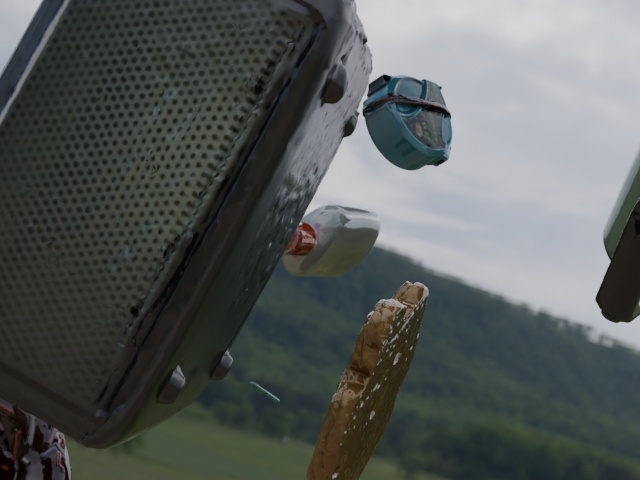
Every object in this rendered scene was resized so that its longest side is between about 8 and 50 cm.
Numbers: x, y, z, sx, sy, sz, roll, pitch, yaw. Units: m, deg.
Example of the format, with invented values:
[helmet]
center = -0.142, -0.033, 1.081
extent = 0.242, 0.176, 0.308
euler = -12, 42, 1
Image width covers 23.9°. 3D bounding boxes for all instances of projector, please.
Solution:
[projector]
center = -0.133, -0.055, 1.295
extent = 0.242, 0.405, 0.395
euler = 29, 1, 6

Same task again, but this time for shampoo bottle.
[shampoo bottle]
center = 0.000, 0.000, 1.863
extent = 0.051, 0.108, 0.221
euler = 46, 16, 18

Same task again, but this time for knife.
[knife]
center = -0.081, 0.217, 2.165
extent = 0.014, 0.005, 0.091
euler = -1, -23, 23

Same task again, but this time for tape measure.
[tape measure]
center = 0.123, -0.160, 2.057
extent = 0.146, 0.125, 0.081
euler = 9, -29, -43

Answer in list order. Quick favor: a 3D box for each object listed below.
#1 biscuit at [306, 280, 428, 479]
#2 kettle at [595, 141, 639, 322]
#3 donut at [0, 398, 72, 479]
[biscuit]
center = 0.051, 0.195, 1.895
extent = 0.051, 0.269, 0.376
euler = 24, -37, 12
[kettle]
center = 0.518, -0.081, 2.016
extent = 0.250, 0.361, 0.376
euler = 34, -48, 18
[donut]
center = -0.360, 0.247, 1.612
extent = 0.216, 0.230, 0.096
euler = -19, -18, -45
